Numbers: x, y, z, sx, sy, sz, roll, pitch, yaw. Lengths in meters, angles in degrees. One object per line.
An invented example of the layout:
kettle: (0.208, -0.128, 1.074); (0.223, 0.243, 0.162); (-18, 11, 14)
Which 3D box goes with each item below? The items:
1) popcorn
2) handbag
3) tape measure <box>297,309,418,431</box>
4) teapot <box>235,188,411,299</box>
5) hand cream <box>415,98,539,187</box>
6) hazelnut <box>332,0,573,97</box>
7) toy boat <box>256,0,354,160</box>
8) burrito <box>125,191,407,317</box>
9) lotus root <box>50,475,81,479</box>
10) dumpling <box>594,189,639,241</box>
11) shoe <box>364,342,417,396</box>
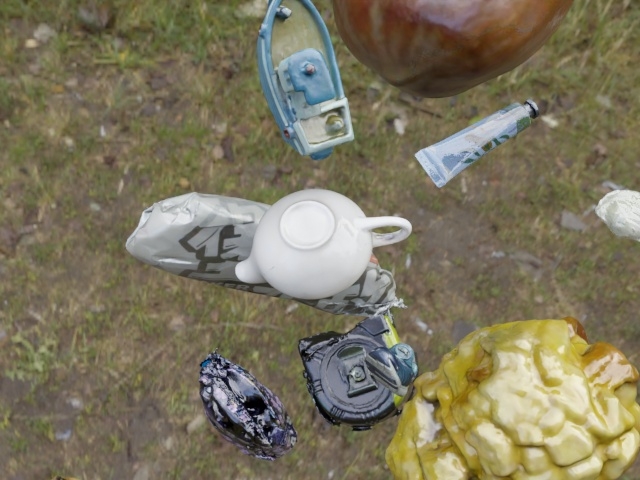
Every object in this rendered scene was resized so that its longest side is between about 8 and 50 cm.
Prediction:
popcorn: (0.229, 0.213, 1.155); (0.225, 0.332, 0.265); (49, 22, -16)
handbag: (-0.143, 0.321, 1.774); (0.127, 0.208, 0.229); (-45, 70, -9)
tape measure: (0.072, 0.229, 1.618); (0.199, 0.112, 0.186); (-23, 76, 5)
teapot: (0.000, 0.000, 1.152); (0.226, 0.092, 0.145); (-8, 64, 2)
hand cream: (0.332, -0.208, 1.940); (0.271, 0.058, 0.091); (-30, 74, -10)
hazelnut: (0.199, -0.380, 1.352); (0.366, 0.365, 0.365); (5, 55, -7)
toy boat: (-0.014, -0.198, 1.097); (0.088, 0.102, 0.215); (-20, 100, -20)
burrito: (-0.045, 0.025, 1.318); (0.446, 0.139, 0.101); (16, 34, -28)
lotus root: (-0.416, 0.516, 1.685); (0.221, 0.118, 0.125); (52, 16, -11)
dumpling: (0.404, -0.032, 1.225); (0.076, 0.057, 0.052); (40, 30, 29)
shoe: (0.114, 0.189, 1.430); (0.064, 0.143, 0.071); (31, 80, 26)
